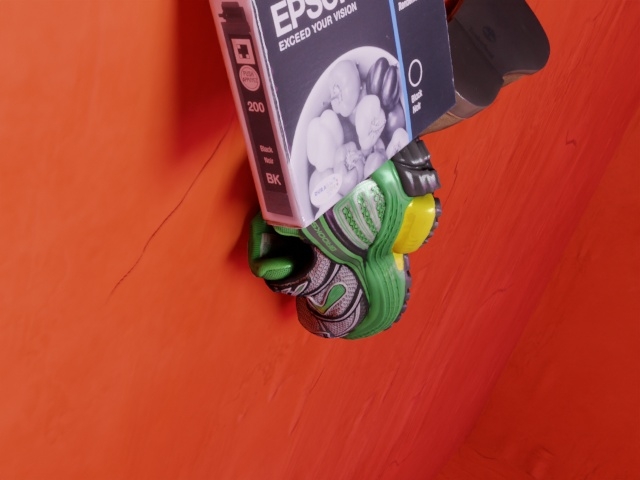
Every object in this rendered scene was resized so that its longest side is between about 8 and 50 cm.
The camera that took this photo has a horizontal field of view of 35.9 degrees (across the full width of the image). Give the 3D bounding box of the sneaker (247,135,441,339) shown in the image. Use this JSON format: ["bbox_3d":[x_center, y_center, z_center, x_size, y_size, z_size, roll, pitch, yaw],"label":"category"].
[{"bbox_3d":[0.000,0.000,0.887,0.146,0.134,0.343,-14,155,-10],"label":"sneaker"}]

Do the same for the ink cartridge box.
[{"bbox_3d":[0.013,-0.146,0.642,0.206,0.045,0.208,-40,126,-42],"label":"ink cartridge box"}]

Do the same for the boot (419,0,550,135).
[{"bbox_3d":[0.142,-0.181,1.000,0.115,0.112,0.305,-35,-176,39],"label":"boot"}]
